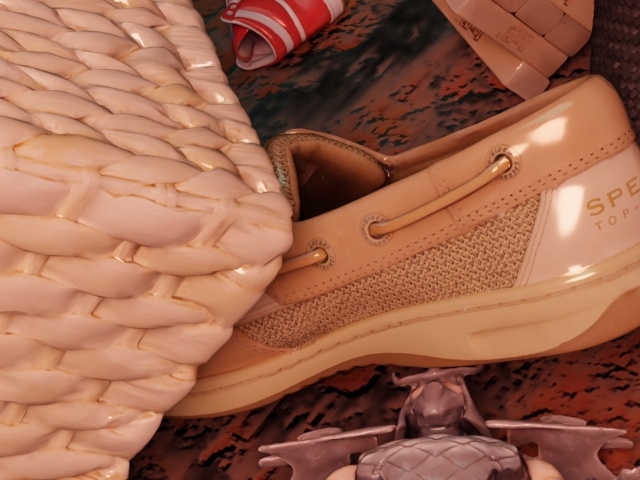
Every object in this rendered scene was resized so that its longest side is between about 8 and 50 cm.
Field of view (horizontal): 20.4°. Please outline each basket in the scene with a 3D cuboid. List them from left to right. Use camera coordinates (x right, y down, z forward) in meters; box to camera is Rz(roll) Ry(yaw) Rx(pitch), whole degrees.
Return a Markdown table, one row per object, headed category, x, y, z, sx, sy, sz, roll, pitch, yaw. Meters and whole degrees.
| category | x | y | z | sx | sy | sz | roll | pitch | yaw |
| --- | --- | --- | --- | --- | --- | --- | --- | --- | --- |
| basket | -0.239 | -0.005 | 0.760 | 0.328 | 0.331 | 0.266 | -55 | 44 | 27 |

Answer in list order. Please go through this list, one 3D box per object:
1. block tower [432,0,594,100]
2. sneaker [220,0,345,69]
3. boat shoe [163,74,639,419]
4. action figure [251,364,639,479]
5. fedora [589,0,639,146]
| category | x | y | z | sx | sy | sz | roll | pitch | yaw |
| --- | --- | --- | --- | --- | --- | --- | --- | --- | --- |
| block tower | 0.179 | -0.228 | 0.902 | 0.335 | 0.097 | 0.091 | -47 | 48 | 16 |
| sneaker | -0.049 | -0.143 | 1.062 | 0.118 | 0.042 | 0.067 | 28 | 63 | 38 |
| boat shoe | 0.000 | 0.000 | 0.809 | 0.341 | 0.110 | 0.121 | -12 | 17 | 35 |
| action figure | 0.048 | 0.145 | 0.705 | 0.185 | 0.099 | 0.285 | -12 | 41 | 15 |
| fedora | 0.237 | -0.075 | 0.761 | 0.334 | 0.334 | 0.152 | 20 | 97 | 37 |
